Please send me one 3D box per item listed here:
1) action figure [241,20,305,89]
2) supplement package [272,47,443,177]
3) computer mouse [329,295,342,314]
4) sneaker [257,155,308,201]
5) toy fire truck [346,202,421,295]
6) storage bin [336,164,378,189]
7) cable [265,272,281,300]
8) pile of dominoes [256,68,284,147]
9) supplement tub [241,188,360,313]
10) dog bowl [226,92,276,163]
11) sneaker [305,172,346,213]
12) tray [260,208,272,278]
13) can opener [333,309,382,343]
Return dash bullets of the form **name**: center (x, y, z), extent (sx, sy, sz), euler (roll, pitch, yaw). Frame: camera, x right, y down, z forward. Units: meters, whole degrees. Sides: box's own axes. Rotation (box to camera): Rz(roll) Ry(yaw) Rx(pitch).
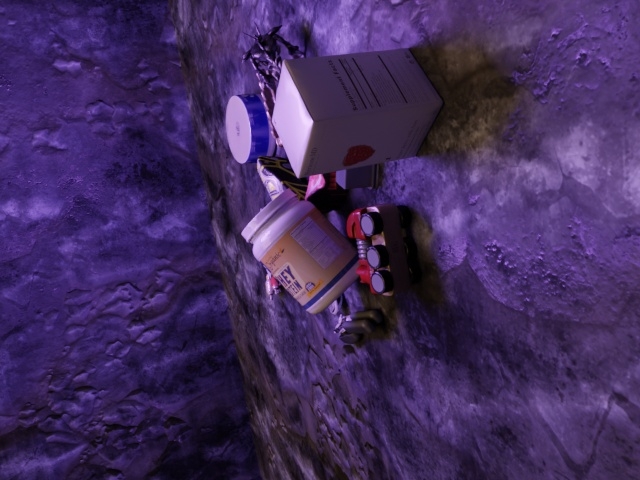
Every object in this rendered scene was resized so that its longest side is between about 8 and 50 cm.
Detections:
- **action figure**: center (-0.123, -0.515, 1.653), extent (0.275, 0.164, 0.141), euler (56, -170, 12)
- **supplement package**: center (0.070, -0.271, 1.178), extent (0.177, 0.293, 0.175), euler (111, 141, -56)
- **computer mouse**: center (0.037, 0.155, 1.850), extent (0.106, 0.042, 0.192), euler (119, 139, -53)
- **sneaker**: center (-0.132, -0.167, 1.915), extent (0.384, 0.145, 0.147), euler (56, 139, 45)
- **toy fire truck**: center (0.135, 0.018, 1.422), extent (0.246, 0.159, 0.216), euler (-2, 100, 58)
- **storage bin**: center (0.089, -0.200, 1.447), extent (0.098, 0.091, 0.135), euler (-132, 36, -51)
- **cable**: center (-0.225, 0.115, 2.428), extent (0.139, 0.072, 0.287), euler (-48, 57, 58)
- **pile of dominoes**: center (-0.146, -0.425, 1.794), extent (0.040, 0.196, 0.251), euler (-18, 85, 24)
- **supplement tub**: center (-0.048, 0.030, 1.589), extent (0.316, 0.228, 0.228), euler (46, 155, 1)
- **dog bowl**: center (-0.273, -0.432, 2.154), extent (0.265, 0.104, 0.264), euler (32, 127, 55)
- **sneaker**: center (0.024, -0.204, 1.626), extent (0.313, 0.116, 0.136), euler (109, 159, -50)
- **tray**: center (-0.215, 0.013, 2.315), extent (0.145, 0.030, 0.270), euler (-124, 30, -52)
- **can opener**: center (0.116, 0.259, 1.698), extent (0.093, 0.074, 0.280), euler (42, 159, -4)
